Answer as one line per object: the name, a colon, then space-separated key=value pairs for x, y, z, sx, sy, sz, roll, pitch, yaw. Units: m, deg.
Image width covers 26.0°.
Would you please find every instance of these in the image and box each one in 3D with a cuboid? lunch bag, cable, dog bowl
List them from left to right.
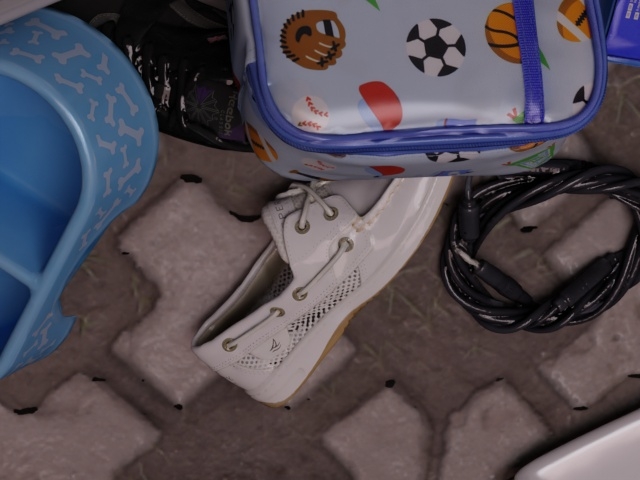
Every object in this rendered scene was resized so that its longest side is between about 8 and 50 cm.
dog bowl: x=-0.227 y=-0.017 z=0.943 sx=0.166 sy=0.074 sz=0.297 roll=33 pitch=119 yaw=1
lunch bag: x=0.059 y=-0.190 z=0.881 sx=0.243 sy=0.115 sz=0.303 roll=-4 pitch=78 yaw=-6
cable: x=0.189 y=0.007 z=1.088 sx=0.184 sy=0.047 sz=0.150 roll=0 pitch=113 yaw=-10

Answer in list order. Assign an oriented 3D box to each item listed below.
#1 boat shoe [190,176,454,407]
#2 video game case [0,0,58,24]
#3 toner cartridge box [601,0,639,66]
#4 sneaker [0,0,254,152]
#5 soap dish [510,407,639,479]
boat shoe: x=0.000 y=0.000 z=1.025 sx=0.096 sy=0.098 sz=0.277 roll=29 pitch=107 yaw=-20
video game case: x=-0.296 y=-0.246 z=0.820 sx=0.329 sy=0.036 sz=0.300 roll=-15 pitch=119 yaw=31
toner cartridge box: x=0.301 y=-0.288 z=0.966 sx=0.165 sy=0.075 sz=0.348 roll=8 pitch=111 yaw=-12
sneaker: x=-0.088 y=-0.117 z=0.945 sx=0.283 sy=0.124 sz=0.107 roll=6 pitch=112 yaw=-12
soap dish: x=0.301 y=0.269 z=1.103 sx=0.229 sy=0.291 sz=0.118 roll=-26 pitch=134 yaw=2
